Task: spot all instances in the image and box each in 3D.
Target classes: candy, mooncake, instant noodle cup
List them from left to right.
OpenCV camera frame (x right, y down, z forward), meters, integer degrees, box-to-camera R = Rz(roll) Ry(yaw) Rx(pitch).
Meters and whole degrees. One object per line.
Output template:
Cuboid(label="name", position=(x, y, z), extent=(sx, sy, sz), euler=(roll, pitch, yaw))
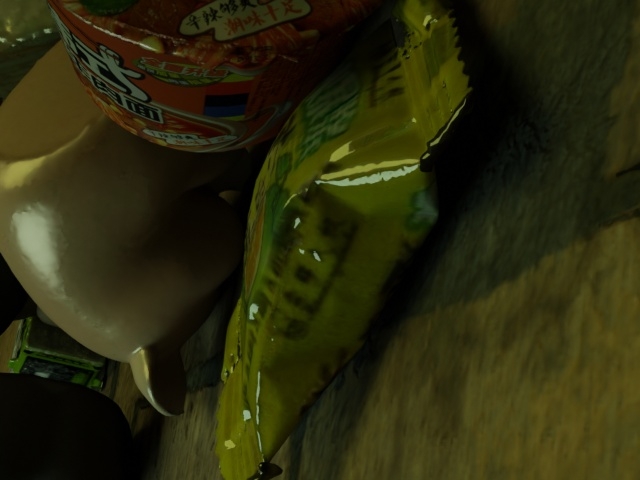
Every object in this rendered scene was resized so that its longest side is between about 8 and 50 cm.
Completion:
Cuboid(label="mooncake", position=(-0.287, 0.211, 1.060), extent=(0.245, 0.245, 0.133), euler=(127, 147, -47))
Cuboid(label="instant noodle cup", position=(-0.068, -0.180, 0.729), extent=(0.192, 0.250, 0.250), euler=(108, 169, -70))
Cuboid(label="candy", position=(0.000, 0.000, 0.649), extent=(0.297, 0.081, 0.187), euler=(-59, 20, 29))

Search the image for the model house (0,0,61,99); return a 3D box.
Cuboid(label="model house", position=(-0.297, -0.360, 1.393), extent=(0.342, 0.335, 0.382), euler=(43, -143, -76))

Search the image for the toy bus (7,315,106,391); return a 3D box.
Cuboid(label="toy bus", position=(-0.299, 0.043, 1.394), extent=(0.139, 0.113, 0.301), euler=(125, 154, -45))

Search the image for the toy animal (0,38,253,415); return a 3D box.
Cuboid(label="toy animal", position=(-0.156, -0.033, 0.923), extent=(0.213, 0.256, 0.195), euler=(-41, 39, -20))

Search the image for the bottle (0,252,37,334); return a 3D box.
Cuboid(label="bottle", position=(-0.287, -0.016, 1.082), extent=(0.171, 0.172, 0.351), euler=(-61, -7, 35))
